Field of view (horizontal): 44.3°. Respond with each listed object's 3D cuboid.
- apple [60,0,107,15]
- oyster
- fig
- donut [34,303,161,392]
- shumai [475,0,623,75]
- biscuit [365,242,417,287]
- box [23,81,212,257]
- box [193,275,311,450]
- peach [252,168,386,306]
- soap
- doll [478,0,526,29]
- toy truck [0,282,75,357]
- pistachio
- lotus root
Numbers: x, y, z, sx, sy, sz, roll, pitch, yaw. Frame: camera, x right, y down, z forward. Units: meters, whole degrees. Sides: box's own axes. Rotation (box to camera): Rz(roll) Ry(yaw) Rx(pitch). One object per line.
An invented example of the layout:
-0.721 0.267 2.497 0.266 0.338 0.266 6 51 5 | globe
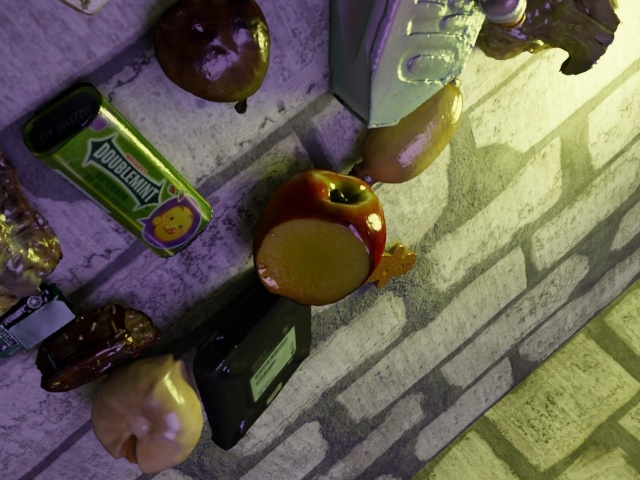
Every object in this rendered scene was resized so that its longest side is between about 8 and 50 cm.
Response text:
-0.272 -0.423 0.940 0.265 0.120 0.193 -47 132 0 | apple
-0.498 -0.007 1.139 0.201 0.107 0.354 -34 135 -20 | oyster
-0.146 -0.270 1.218 0.170 0.145 0.274 -39 158 -4 | fig
-0.406 0.188 1.414 0.216 0.096 0.230 -32 173 16 | donut
0.460 -0.453 1.506 0.267 0.262 0.314 -26 140 -24 | shumai
0.159 0.061 1.940 0.205 0.031 0.138 -8 132 -40 | biscuit
-0.308 -0.099 1.253 0.134 0.097 0.345 -41 145 -2 | box
-0.131 0.244 1.703 0.359 0.091 0.350 -49 152 -33 | box
0.000 0.000 1.542 0.274 0.248 0.245 -56 167 31 | peach
0.163 -0.421 1.336 0.261 0.156 0.446 -12 135 -38 | soap
0.305 -0.408 1.307 0.127 0.073 0.084 22 76 -61 | doll
-0.498 0.133 1.320 0.147 0.065 0.079 -35 116 -9 | toy truck
-0.334 0.335 1.553 0.230 0.230 0.309 -33 170 -15 | pistachio
0.186 -0.210 1.597 0.303 0.131 0.146 -46 144 5 | lotus root
